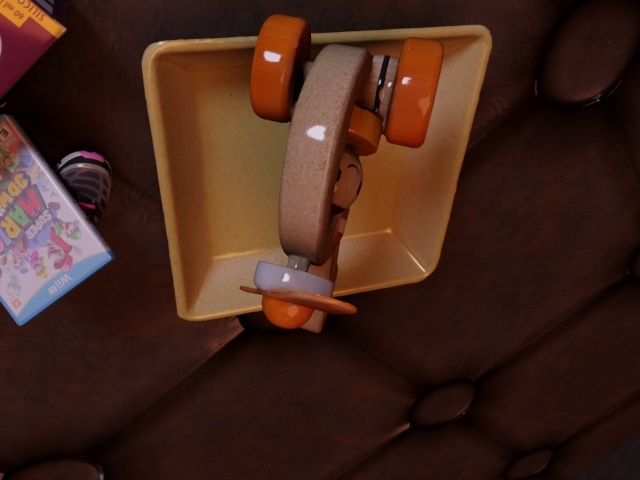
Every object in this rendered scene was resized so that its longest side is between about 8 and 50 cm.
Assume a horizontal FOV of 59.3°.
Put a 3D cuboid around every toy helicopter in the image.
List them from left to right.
[{"bbox_3d":[0.000,0.000,0.505,0.140,0.235,0.355,12,147,5],"label":"toy helicopter"}]

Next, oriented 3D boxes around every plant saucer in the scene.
[{"bbox_3d":[-0.009,-0.077,0.624,0.332,0.081,0.333,-9,131,-16],"label":"plant saucer"}]

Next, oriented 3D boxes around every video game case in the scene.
[{"bbox_3d":[-0.291,-0.018,0.536,0.119,0.015,0.166,-35,94,8],"label":"video game case"}]

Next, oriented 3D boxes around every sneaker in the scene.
[{"bbox_3d":[-0.259,-0.011,0.578,0.063,0.075,0.170,19,119,-37],"label":"sneaker"}]

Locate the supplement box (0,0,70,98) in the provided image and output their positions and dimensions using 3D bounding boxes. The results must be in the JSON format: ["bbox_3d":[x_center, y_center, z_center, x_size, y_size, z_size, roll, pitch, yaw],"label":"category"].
[{"bbox_3d":[-0.303,-0.150,0.442,0.188,0.081,0.104,-39,132,13],"label":"supplement box"}]
